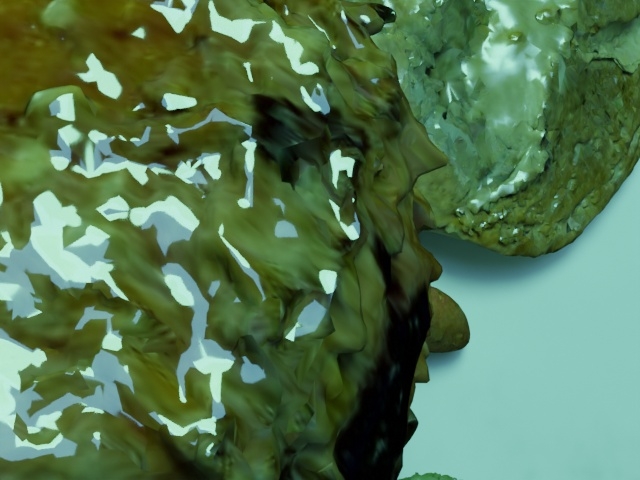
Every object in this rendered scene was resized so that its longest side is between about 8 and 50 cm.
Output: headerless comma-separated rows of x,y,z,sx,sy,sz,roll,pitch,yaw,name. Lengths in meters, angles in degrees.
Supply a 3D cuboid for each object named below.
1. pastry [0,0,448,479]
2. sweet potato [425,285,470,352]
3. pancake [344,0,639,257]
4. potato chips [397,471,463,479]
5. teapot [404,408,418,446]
-0.105,0.024,0.876,0.337,0.292,0.405,-13,62,-8,pastry
0.000,0.000,1.072,0.202,0.055,0.058,34,95,-5,sweet potato
0.092,-0.183,1.111,0.387,0.082,0.387,0,91,-39,pancake
0.041,0.224,0.977,0.167,0.059,0.228,-10,69,-15,potato chips
-0.004,0.098,1.015,0.121,0.076,0.068,-42,73,-6,teapot
